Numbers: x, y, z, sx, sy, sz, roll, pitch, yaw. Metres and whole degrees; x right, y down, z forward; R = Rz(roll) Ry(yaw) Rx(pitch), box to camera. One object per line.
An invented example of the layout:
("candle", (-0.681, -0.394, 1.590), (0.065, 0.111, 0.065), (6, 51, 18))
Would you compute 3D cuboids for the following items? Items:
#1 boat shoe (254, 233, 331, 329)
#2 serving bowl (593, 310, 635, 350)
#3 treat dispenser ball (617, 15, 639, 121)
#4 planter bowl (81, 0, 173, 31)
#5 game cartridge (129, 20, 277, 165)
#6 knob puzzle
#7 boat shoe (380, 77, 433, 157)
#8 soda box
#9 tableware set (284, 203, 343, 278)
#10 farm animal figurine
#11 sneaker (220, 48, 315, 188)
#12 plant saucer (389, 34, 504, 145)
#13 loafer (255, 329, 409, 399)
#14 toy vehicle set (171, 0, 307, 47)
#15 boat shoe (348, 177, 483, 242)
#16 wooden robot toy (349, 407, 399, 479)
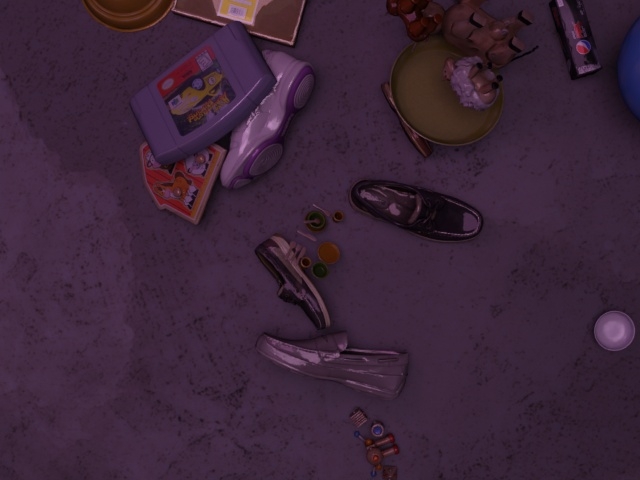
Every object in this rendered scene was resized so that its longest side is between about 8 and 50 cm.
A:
("boat shoe", (-0.060, 0.095, 1.916), (0.073, 0.080, 0.223), (-29, 85, -19))
("serving bowl", (0.606, 0.185, 1.926), (0.083, 0.027, 0.083), (0, 93, 3))
("treat dispenser ball", (0.715, -0.332, 1.769), (0.288, 0.288, 0.288), (0, 92, 2))
("planter bowl", (-0.405, -0.544, 1.906), (0.217, 0.090, 0.217), (0, 92, 3))
("game cartridge", (-0.238, -0.289, 1.872), (0.294, 0.060, 0.196), (-35, 64, 10))
("knob puzzle", (-0.303, -0.150, 1.916), (0.213, 0.030, 0.213), (3, 96, 26))
("boat shoe", (0.189, -0.255, 1.906), (0.060, 0.064, 0.178), (-28, 89, 5))
("soda box", (0.517, -0.416, 1.887), (0.053, 0.060, 0.168), (-17, 91, 2))
("tableware set", (0.000, 0.000, 1.911), (0.104, 0.024, 0.154), (30, 65, -4))
("farm animal figurine", (0.275, -0.456, 1.833), (0.327, 0.172, 0.330), (43, 65, -12))
("sneaker", (-0.132, -0.250, 1.915), (0.152, 0.114, 0.305), (33, 96, 24))
("plant saucer", (0.252, -0.299, 1.882), (0.241, 0.037, 0.240), (3, 75, -10))
("loafer", (0.026, 0.234, 1.914), (0.320, 0.112, 0.111), (16, 94, -7))
("toy vehicle set", (-0.160, -0.515, 1.923), (0.267, 0.035, 0.165), (17, 93, 2))
("boat shoe", (0.196, -0.061, 1.899), (0.285, 0.092, 0.102), (18, 93, 2))
("wooden robot toy", (0.119, 0.432, 1.931), (0.076, 0.079, 0.173), (-23, 92, 3))
